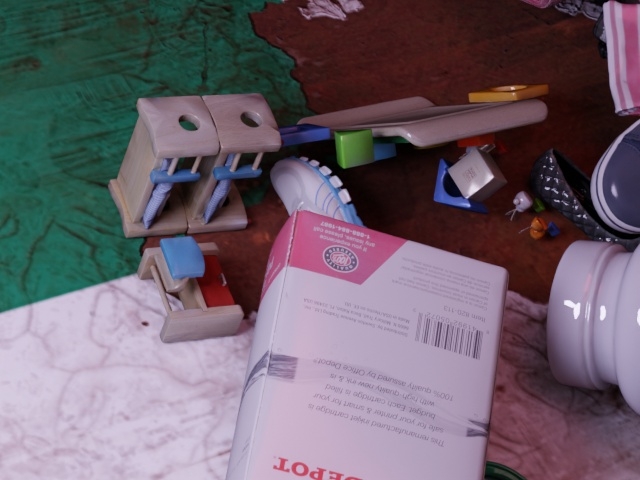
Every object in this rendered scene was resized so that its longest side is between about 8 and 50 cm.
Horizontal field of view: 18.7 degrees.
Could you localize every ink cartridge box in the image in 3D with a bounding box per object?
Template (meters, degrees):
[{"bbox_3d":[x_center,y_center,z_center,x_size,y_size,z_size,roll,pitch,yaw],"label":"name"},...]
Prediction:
[{"bbox_3d":[0.037,0.139,1.693,0.207,0.117,0.283,17,58,-9],"label":"ink cartridge box"}]

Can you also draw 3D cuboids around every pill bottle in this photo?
[{"bbox_3d":[0.388,0.085,1.786,0.334,0.188,0.188,6,42,25],"label":"pill bottle"}]

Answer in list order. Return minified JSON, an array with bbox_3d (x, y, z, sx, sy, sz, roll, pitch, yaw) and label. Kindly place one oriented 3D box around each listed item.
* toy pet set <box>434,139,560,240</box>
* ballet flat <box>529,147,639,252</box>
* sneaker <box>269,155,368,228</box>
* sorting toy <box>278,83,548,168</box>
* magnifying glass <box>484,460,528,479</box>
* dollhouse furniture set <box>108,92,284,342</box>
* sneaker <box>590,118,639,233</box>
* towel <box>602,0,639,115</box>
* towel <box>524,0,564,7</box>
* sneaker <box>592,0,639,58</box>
[{"bbox_3d":[0.169,-0.044,1.976,0.114,0.065,0.122,16,40,-60],"label":"toy pet set"},{"bbox_3d":[0.292,-0.031,2.006,0.173,0.049,0.057,33,49,5],"label":"ballet flat"},{"bbox_3d":[0.000,0.000,1.851,0.083,0.071,0.191,-26,66,-30],"label":"sneaker"},{"bbox_3d":[0.102,-0.108,1.934,0.347,0.196,0.047,-14,103,-35],"label":"sorting toy"},{"bbox_3d":[0.206,0.284,1.735,0.231,0.026,0.092,37,49,12],"label":"magnifying glass"},{"bbox_3d":[-0.097,-0.023,1.785,0.129,0.129,0.184,-5,54,-26],"label":"dollhouse furniture set"},{"bbox_3d":[0.429,-0.107,1.961,0.321,0.127,0.126,-25,88,-10],"label":"sneaker"},{"bbox_3d":[0.403,-0.196,2.075,0.197,0.029,0.144,1,60,-7],"label":"towel"},{"bbox_3d":[0.294,-0.341,2.195,0.329,0.037,0.237,-19,34,-33],"label":"towel"},{"bbox_3d":[0.375,-0.208,2.152,0.135,0.098,0.276,0,53,-20],"label":"sneaker"}]
